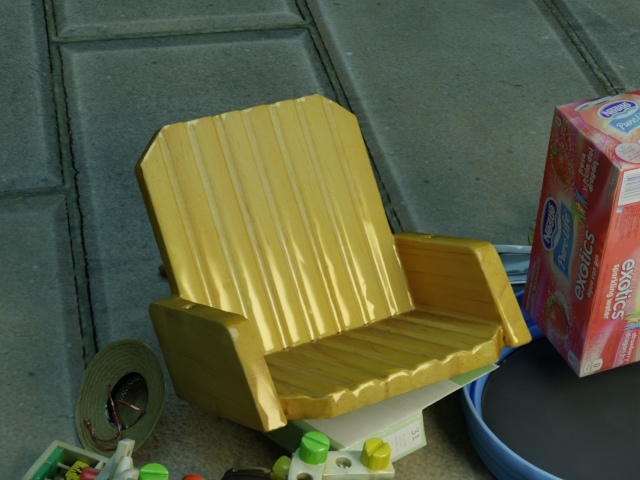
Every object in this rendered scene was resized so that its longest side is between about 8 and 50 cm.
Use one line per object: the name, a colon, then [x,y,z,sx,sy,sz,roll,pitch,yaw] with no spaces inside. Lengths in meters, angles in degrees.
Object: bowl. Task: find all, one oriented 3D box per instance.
bowl: [0.356,0.192,1.713,0.391,0.077,0.391,2,37,-1]

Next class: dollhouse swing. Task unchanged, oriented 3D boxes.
dollhouse swing: [0.000,0.000,1.621,0.347,0.305,0.315,-14,11,-28]

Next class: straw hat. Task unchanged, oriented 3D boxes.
straw hat: [-0.216,0.189,1.683,0.144,0.144,0.061,38,8,38]

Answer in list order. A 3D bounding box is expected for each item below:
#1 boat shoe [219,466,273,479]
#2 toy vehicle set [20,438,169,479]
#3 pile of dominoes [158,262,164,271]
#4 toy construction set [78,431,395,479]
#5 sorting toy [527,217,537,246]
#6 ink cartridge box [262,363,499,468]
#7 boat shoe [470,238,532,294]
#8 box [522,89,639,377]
boat shoe: [-0.006,0.289,1.555,0.228,0.081,0.068,8,41,11]
toy vehicle set: [-0.277,0.331,1.519,0.166,0.035,0.267,16,39,16]
pile of dominoes: [-0.119,-0.073,1.914,0.040,0.251,0.196,46,44,-4]
toy construction set: [-0.102,0.264,1.432,0.328,0.151,0.215,3,33,14]
sorting toy: [0.370,-0.039,1.994,0.132,0.046,0.274,8,17,27]
ink cartridge box: [0.068,0.187,1.681,0.235,0.056,0.171,-21,26,-29]
boat shoe: [0.252,0.059,1.897,0.319,0.116,0.099,6,79,-7]
box: [0.348,-0.010,1.669,0.154,0.300,0.142,-13,40,-19]
